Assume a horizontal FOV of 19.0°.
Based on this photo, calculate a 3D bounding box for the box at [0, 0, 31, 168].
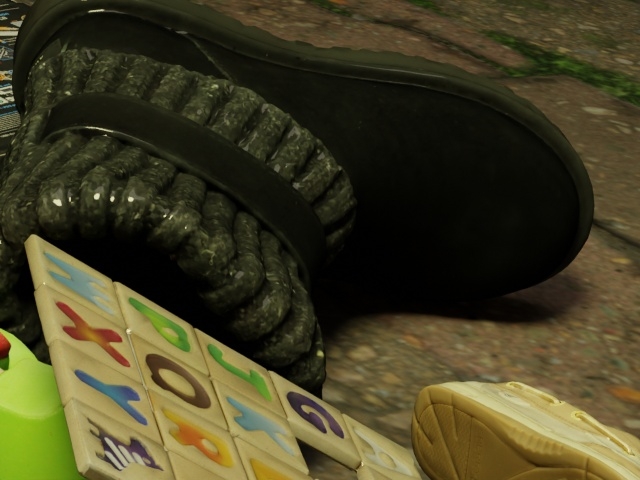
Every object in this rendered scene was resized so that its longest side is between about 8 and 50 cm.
[{"bbox_3d":[-0.250,-0.081,1.132,0.293,0.073,0.295,22,25,29],"label":"box"}]

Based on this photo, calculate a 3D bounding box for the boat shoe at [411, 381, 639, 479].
[{"bbox_3d":[0.112,0.100,0.785,0.059,0.063,0.170,-13,34,-38],"label":"boat shoe"}]

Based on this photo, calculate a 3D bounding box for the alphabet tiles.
[{"bbox_3d":[-0.010,0.099,0.674,0.198,0.009,0.237,33,15,-28],"label":"alphabet tiles"}]

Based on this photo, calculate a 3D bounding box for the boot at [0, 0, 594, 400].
[{"bbox_3d":[-0.002,0.003,0.948,0.348,0.131,0.260,14,27,-16],"label":"boot"}]

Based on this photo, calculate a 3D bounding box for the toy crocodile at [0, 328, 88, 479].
[{"bbox_3d":[-0.218,0.038,0.802,0.340,0.105,0.115,21,24,27],"label":"toy crocodile"}]
